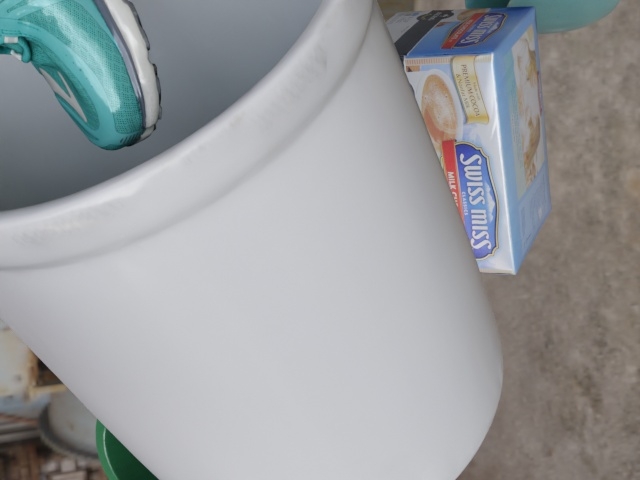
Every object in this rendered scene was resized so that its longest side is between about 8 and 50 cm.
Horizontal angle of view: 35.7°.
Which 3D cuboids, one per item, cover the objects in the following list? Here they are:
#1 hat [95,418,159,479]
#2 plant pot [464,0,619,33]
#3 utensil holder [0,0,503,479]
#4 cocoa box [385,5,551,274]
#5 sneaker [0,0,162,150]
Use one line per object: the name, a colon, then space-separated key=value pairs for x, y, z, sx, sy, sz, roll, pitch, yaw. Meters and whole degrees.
hat: x=-0.183 y=0.251 z=1.340 sx=0.208 sy=0.183 sz=0.173 roll=32 pitch=116 yaw=25
plant pot: x=0.426 y=-0.516 z=1.831 sx=0.293 sy=0.235 sz=0.293 roll=-177 pitch=90 yaw=-77
utensil holder: x=-0.063 y=0.000 z=0.716 sx=0.327 sy=0.328 sz=0.385 roll=53 pitch=173 yaw=49
cocoa box: x=0.204 y=-0.152 z=1.500 sx=0.228 sy=0.231 sz=0.347 roll=3 pitch=119 yaw=27
sneaker: x=-0.204 y=-0.149 z=0.560 sx=0.275 sy=0.110 sz=0.107 roll=46 pitch=146 yaw=-6
